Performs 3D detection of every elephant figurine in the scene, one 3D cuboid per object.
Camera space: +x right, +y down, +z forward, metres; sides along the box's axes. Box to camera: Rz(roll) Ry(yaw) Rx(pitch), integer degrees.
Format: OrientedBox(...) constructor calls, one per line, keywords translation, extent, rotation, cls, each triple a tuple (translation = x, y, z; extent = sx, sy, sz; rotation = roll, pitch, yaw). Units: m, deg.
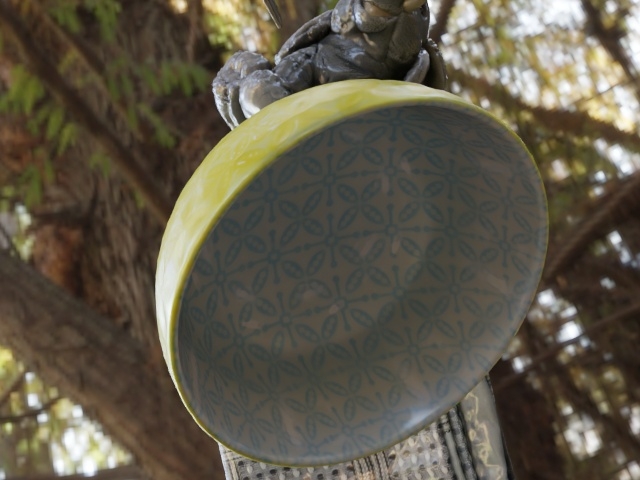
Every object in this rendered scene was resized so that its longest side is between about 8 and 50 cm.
OrientedBox(translation=(0.039, -0.154, 1.166), extent=(0.169, 0.186, 0.239), rotation=(47, -112, -21), cls="elephant figurine")

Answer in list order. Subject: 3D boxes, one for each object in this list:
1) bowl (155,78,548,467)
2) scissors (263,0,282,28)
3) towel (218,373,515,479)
OrientedBox(translation=(0.000, 0.000, 0.969), extent=(0.289, 0.156, 0.289), rotation=(-16, -54, -23), cls="bowl")
OrientedBox(translation=(-0.068, -0.208, 0.702), extent=(0.021, 0.109, 0.297), rotation=(-24, -53, 0), cls="scissors")
OrientedBox(translation=(0.044, 0.248, 1.325), extent=(0.324, 0.312, 0.056), rotation=(-18, -8, 31), cls="towel")
